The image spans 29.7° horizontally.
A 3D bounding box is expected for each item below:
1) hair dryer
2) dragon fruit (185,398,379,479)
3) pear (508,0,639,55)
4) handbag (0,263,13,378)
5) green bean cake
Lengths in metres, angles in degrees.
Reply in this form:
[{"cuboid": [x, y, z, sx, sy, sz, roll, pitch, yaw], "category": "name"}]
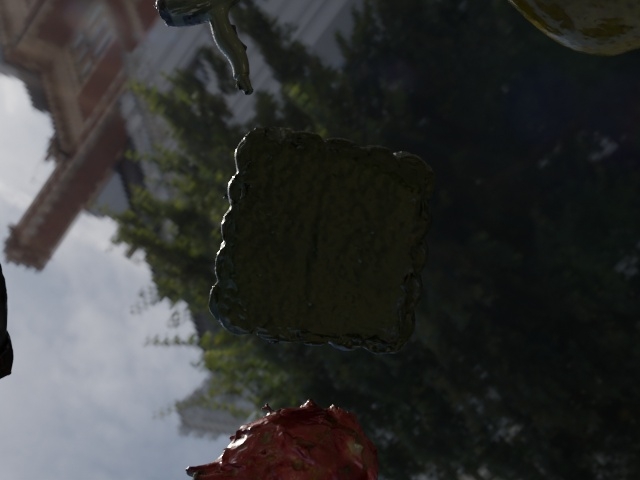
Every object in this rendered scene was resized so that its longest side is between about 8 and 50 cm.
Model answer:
[{"cuboid": [-0.117, -0.371, 1.909, 0.225, 0.219, 0.088, 43, 172, 16], "category": "hair dryer"}, {"cuboid": [-0.047, 0.327, 1.650, 0.268, 0.205, 0.210, -4, -93, -17], "category": "dragon fruit"}, {"cuboid": [0.259, -0.352, 1.117, 0.191, 0.340, 0.387, -35, -62, -43], "category": "pear"}, {"cuboid": [-0.456, 0.088, 1.344, 0.215, 0.169, 0.155, -11, -147, -18], "category": "handbag"}, {"cuboid": [0.000, 0.000, 1.844, 0.335, 0.319, 0.218, 12, -177, 3], "category": "green bean cake"}]
